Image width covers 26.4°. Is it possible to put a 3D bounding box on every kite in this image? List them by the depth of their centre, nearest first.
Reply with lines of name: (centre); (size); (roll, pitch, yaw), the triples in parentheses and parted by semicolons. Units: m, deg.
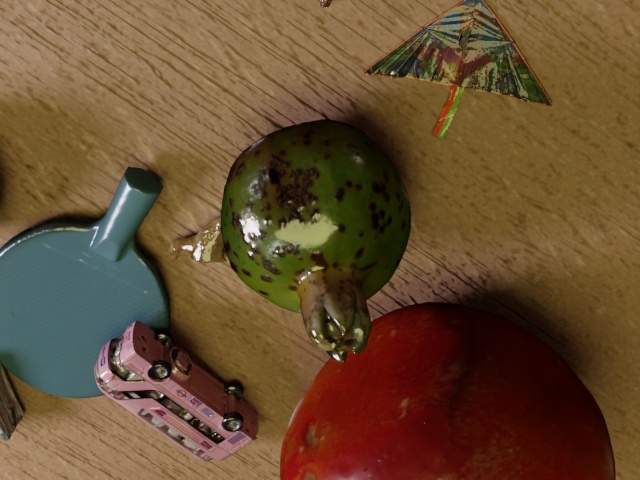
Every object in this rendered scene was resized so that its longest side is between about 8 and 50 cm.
kite: (0.137, -0.168, 1.333); (0.190, 0.010, 0.159); (10, 122, 3)

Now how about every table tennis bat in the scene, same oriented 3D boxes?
table tennis bat: (-0.257, 0.051, 1.507); (0.215, 0.044, 0.329); (27, 123, -9)

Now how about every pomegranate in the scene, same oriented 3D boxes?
pomegranate: (0.000, 0.000, 1.326); (0.202, 0.248, 0.202); (-9, 142, -7)

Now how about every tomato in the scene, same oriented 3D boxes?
tomato: (0.130, 0.226, 1.389); (0.293, 0.325, 0.290); (38, 120, -11)

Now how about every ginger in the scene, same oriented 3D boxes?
ginger: (-0.120, 0.008, 1.465); (0.097, 0.030, 0.048); (-27, 112, 24)

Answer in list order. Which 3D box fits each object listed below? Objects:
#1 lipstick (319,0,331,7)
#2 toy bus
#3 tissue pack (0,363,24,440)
lipstick: (0.014, -0.265, 1.282); (0.025, 0.025, 0.107); (15, 127, -1)
toy bus: (-0.160, 0.174, 1.535); (0.090, 0.063, 0.203); (-34, 123, 22)
tissue pack: (-0.442, 0.185, 1.600); (0.155, 0.065, 0.115); (-7, 119, 12)
